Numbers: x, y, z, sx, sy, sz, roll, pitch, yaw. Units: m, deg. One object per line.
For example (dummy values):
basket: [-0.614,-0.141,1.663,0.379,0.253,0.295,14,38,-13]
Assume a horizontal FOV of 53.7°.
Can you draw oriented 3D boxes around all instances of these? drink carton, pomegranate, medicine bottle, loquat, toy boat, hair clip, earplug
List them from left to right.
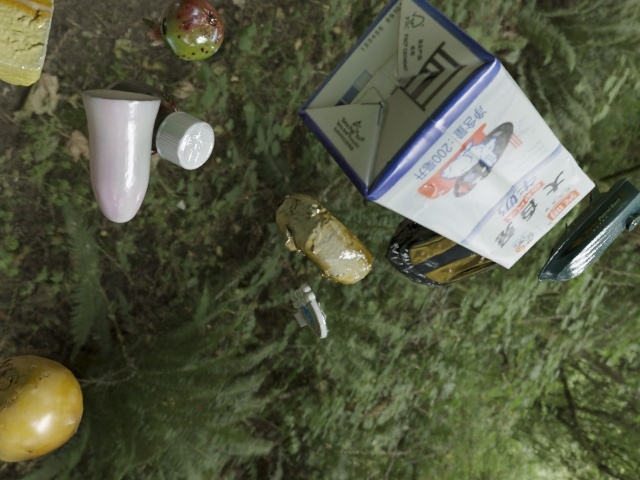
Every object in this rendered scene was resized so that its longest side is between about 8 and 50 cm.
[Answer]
loquat: [-0.638,0.362,1.369,0.235,0.235,0.235,-49,152,-37]
earplug: [-0.470,-0.188,1.474,0.172,0.172,0.301,-24,126,-59]
medicine bottle: [-0.556,-0.384,2.129,0.242,0.395,0.242,-37,142,-35]
pomegranate: [-0.264,-0.420,1.238,0.129,0.159,0.129,-30,133,-37]
hair clip: [-0.021,0.179,1.583,0.054,0.140,0.220,-26,176,-15]
drink carton: [0.132,-0.072,0.560,0.130,0.106,0.315,-46,147,16]
toy boat: [0.478,-0.012,1.139,0.246,0.103,0.093,-43,145,-7]

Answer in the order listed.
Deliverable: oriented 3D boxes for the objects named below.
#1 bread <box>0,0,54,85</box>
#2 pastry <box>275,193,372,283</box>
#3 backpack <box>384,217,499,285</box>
bread: [-0.651,-0.458,1.225,0.236,0.198,0.263,10,83,-28]
pastry: [0.004,0.004,1.386,0.121,0.236,0.257,-46,129,1]
backpack: [0.252,0.010,1.344,0.258,0.206,0.133,-31,-155,35]
